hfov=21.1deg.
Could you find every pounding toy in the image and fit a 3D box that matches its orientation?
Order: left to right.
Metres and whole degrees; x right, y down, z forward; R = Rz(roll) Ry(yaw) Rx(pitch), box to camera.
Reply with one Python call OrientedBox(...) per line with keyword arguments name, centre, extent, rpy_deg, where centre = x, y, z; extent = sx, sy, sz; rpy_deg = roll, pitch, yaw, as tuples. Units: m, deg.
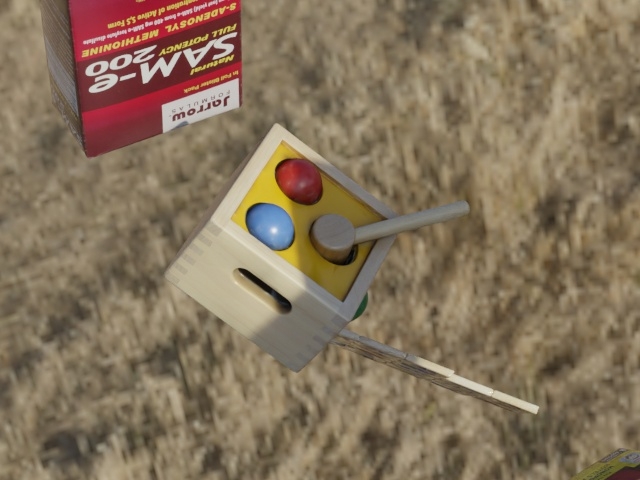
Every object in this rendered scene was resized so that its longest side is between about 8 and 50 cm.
OrientedBox(name="pounding toy", centre=(0.000, 0.000, 1.132), extent=(0.141, 0.100, 0.130), rpy_deg=(36, 44, -6))

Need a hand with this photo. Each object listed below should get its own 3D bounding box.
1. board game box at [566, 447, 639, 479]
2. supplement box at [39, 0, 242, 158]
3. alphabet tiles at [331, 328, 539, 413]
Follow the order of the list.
OrientedBox(name="board game box", centre=(0.170, 0.177, 0.863), extent=(0.194, 0.060, 0.194), rpy_deg=(-24, 16, -36))
OrientedBox(name="supplement box", centre=(-0.126, -0.179, 1.190), extent=(0.130, 0.239, 0.073), rpy_deg=(-21, 53, -18))
OrientedBox(name="alphabet tiles", centre=(0.061, 0.098, 1.429), extent=(0.237, 0.009, 0.198), rpy_deg=(21, -6, -1))
